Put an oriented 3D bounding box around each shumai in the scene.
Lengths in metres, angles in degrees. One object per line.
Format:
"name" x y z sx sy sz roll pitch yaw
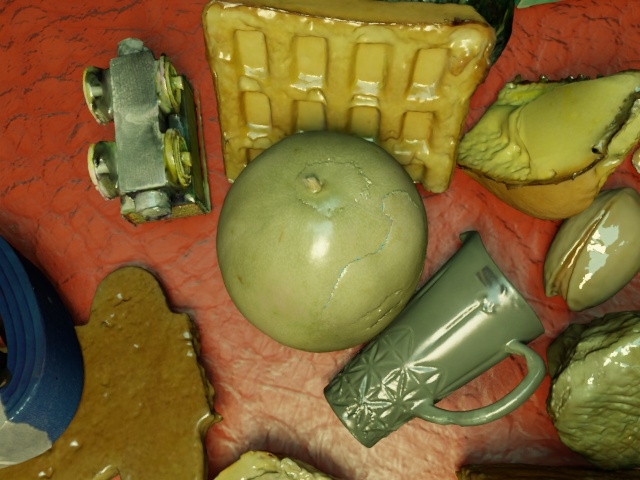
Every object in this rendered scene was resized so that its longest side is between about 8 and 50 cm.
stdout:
"shumai" 0.362 0.137 0.811 0.222 0.271 0.203 -3 46 -5

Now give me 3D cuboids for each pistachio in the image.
"pistachio" 0.379 0.011 0.916 0.124 0.124 0.185 34 83 9

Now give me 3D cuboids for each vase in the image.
"vase" 0.153 0.151 0.888 0.301 0.156 0.251 -39 45 1

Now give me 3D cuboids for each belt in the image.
"belt" -0.453 0.125 0.880 0.212 0.117 0.347 -32 60 -10

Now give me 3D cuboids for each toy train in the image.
"toy train" -0.245 -0.145 0.951 0.134 0.177 0.260 -8 78 1

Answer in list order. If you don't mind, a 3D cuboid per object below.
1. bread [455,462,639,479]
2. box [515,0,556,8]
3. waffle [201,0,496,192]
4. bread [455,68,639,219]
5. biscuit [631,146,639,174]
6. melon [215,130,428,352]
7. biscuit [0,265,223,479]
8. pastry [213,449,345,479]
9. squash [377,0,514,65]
"bread" 0.302 0.377 0.770 0.279 0.279 0.207 2 80 0
"box" 0.381 -0.536 1.028 0.205 0.118 0.311 -7 79 0
"waffle" 0.029 -0.188 0.887 0.349 0.304 0.077 5 50 2
"bread" 0.318 -0.121 0.915 0.204 0.262 0.162 -46 116 -8
"biscuit" 0.541 -0.073 0.953 0.118 0.061 0.183 -31 75 39
"melon" 0.000 0.000 0.832 0.269 0.330 0.268 0 73 1
"biscuit" -0.332 0.246 0.900 0.394 0.076 0.368 -24 61 -4
"pastry" -0.046 0.406 0.845 0.237 0.170 0.256 33 91 30
"squash" 0.137 -0.311 0.929 0.252 0.252 0.165 8 70 4
